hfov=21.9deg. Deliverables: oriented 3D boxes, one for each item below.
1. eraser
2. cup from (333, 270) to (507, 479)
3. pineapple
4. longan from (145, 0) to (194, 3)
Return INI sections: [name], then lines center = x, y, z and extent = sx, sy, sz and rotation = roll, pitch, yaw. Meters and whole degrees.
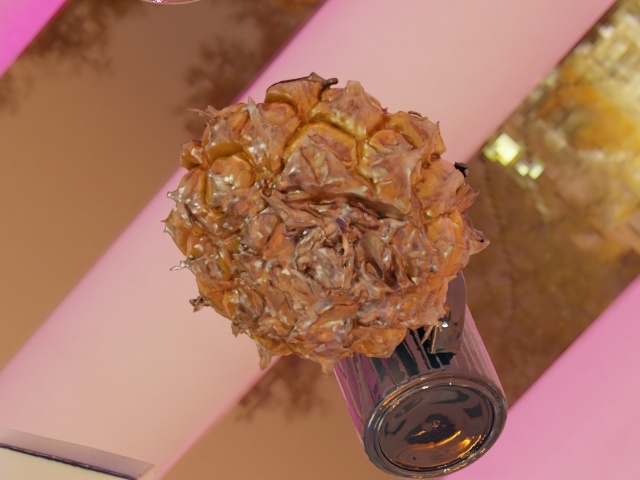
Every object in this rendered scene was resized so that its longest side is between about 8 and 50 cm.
[eraser]
center = -0.143, 0.190, 0.958
extent = 0.103, 0.150, 0.023
rotation = 10, -159, 22
[cup]
center = 0.061, 0.079, 1.193
extent = 0.138, 0.113, 0.150
rotation = -111, -2, -51
[pineapple]
center = 0.000, 0.000, 1.046
extent = 0.225, 0.225, 0.076
rotation = 40, -156, -15
[longan]
center = -0.112, -0.276, 1.146
extent = 0.196, 0.220, 0.196
rotation = 4, -172, -1
